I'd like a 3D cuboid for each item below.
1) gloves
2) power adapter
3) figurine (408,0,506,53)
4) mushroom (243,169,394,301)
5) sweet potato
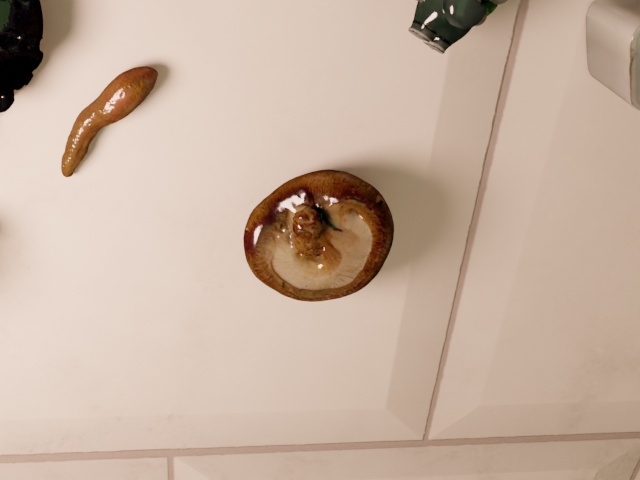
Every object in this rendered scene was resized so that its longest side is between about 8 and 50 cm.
[{"bbox_3d":[-0.428,-0.220,0.886,0.164,0.124,0.203,18,111,2],"label":"gloves"},{"bbox_3d":[0.456,-0.248,0.942,0.125,0.205,0.130,-15,124,1],"label":"power adapter"},{"bbox_3d":[0.184,-0.334,0.896,0.147,0.126,0.192,29,104,-17],"label":"figurine"},{"bbox_3d":[-0.001,-0.011,1.070,0.231,0.138,0.194,-19,136,16],"label":"mushroom"},{"bbox_3d":[-0.303,-0.163,0.974,0.214,0.050,0.050,-40,119,20],"label":"sweet potato"}]
